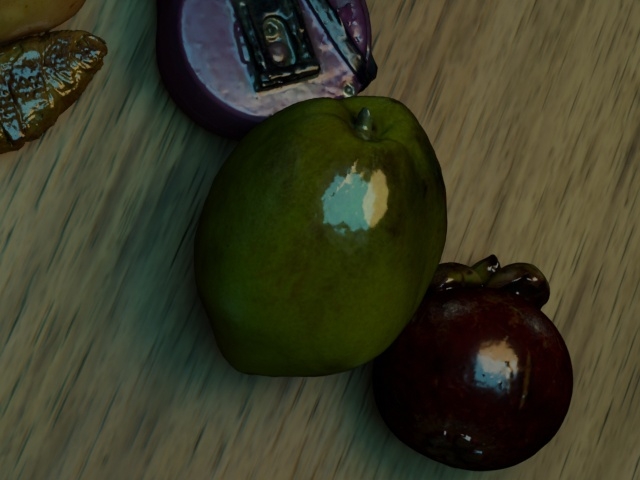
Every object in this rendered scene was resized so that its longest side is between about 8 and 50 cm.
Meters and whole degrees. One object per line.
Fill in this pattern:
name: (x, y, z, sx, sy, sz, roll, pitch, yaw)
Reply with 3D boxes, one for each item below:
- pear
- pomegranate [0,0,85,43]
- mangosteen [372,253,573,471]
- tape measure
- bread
pear: (0.000, 0.000, 1.528, 0.269, 0.269, 0.321, 13, 121, -17)
pomegranate: (-0.319, -0.297, 1.497, 0.209, 0.209, 0.209, 2, 84, -19)
mangosteen: (0.172, 0.121, 1.621, 0.215, 0.215, 0.257, 27, 58, -14)
tape measure: (-0.063, -0.231, 1.596, 0.231, 0.149, 0.245, -19, 90, -21)
bread: (-0.323, -0.145, 1.537, 0.233, 0.076, 0.105, -29, 89, -17)
